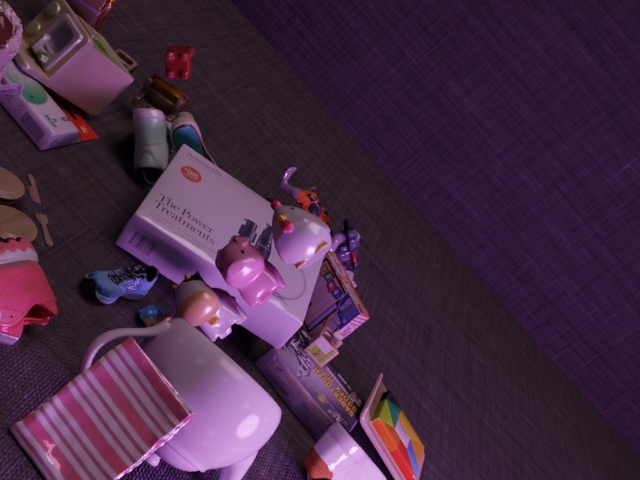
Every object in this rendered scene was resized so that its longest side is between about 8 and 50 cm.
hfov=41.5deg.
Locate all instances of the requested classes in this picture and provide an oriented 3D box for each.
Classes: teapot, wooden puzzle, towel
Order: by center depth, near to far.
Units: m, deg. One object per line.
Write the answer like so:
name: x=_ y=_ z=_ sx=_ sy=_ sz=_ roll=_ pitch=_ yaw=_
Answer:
towel: x=-0.283 y=0.237 z=1.103 sx=0.144 sy=0.197 sz=0.029 roll=49 pitch=-23 yaw=7
teapot: x=-0.198 y=0.248 z=1.248 sx=0.256 sy=0.187 sz=0.252 roll=38 pitch=-15 yaw=22
wooden puzzle: x=0.166 y=0.424 z=1.821 sx=0.239 sy=0.044 sz=0.221 roll=63 pitch=18 yaw=-6

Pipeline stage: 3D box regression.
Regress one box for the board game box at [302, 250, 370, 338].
board game box: x=0.010 y=0.139 z=1.947 sx=0.045 sy=0.147 sz=0.193 roll=23 pitch=32 yaw=-51

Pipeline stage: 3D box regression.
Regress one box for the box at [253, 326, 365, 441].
box: x=-0.016 y=0.296 z=1.729 sx=0.231 sy=0.056 sz=0.183 roll=51 pitch=18 yaw=4

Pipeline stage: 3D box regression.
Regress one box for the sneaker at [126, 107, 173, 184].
sneaker: x=-0.369 y=-0.192 z=1.871 sx=0.256 sy=0.094 sz=0.151 roll=64 pitch=27 yaw=-85

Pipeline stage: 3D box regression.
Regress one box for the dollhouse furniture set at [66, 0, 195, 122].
dollhouse furniture set: x=-0.436 y=-0.464 z=1.942 sx=0.374 sy=0.201 sz=0.152 roll=36 pitch=22 yaw=-10

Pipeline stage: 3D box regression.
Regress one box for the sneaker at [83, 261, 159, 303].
sneaker: x=-0.336 y=0.061 z=1.441 sx=0.063 sy=0.073 sz=0.162 roll=54 pitch=20 yaw=13

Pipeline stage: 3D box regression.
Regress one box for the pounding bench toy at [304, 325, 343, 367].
pounding bench toy: x=0.018 y=0.209 z=1.753 sx=0.052 sy=0.083 sz=0.065 roll=47 pitch=20 yaw=-4

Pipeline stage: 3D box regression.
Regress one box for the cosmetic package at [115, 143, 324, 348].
cosmetic package: x=-0.181 y=0.005 z=1.687 sx=0.377 sy=0.097 sz=0.284 roll=34 pitch=32 yaw=-11

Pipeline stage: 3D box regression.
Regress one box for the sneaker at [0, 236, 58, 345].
sneaker: x=-0.449 y=0.080 z=1.098 sx=0.136 sy=0.116 sz=0.314 roll=53 pitch=19 yaw=6

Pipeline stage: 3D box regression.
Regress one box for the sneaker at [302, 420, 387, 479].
sneaker: x=0.036 y=0.428 z=1.570 sx=0.106 sy=0.123 sz=0.290 roll=44 pitch=-8 yaw=35

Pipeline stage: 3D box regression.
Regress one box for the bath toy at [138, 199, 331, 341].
bath toy: x=-0.143 y=0.059 z=1.458 sx=0.129 sy=0.348 sz=0.151 roll=52 pitch=4 yaw=10

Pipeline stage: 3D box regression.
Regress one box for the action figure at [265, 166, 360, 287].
action figure: x=0.000 y=0.000 z=2.264 sx=0.341 sy=0.178 sz=0.330 roll=80 pitch=-15 yaw=-70

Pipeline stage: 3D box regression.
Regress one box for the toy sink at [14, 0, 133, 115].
toy sink: x=-0.516 y=-0.387 z=1.722 sx=0.153 sy=0.131 sz=0.234 roll=53 pitch=7 yaw=26

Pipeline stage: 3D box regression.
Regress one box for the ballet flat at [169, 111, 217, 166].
ballet flat: x=-0.280 y=-0.179 z=1.885 sx=0.086 sy=0.086 sz=0.248 roll=-107 pitch=-175 yaw=-49

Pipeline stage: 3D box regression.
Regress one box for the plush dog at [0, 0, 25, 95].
plush dog: x=-0.625 y=-0.336 z=1.394 sx=0.210 sy=0.262 sz=0.225 roll=101 pitch=-35 yaw=-72

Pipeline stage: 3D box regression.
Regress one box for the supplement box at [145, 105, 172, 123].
supplement box: x=-0.382 y=-0.278 z=2.036 sx=0.098 sy=0.036 sz=0.062 roll=21 pitch=34 yaw=-54

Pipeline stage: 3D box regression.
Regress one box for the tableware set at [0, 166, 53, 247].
tableware set: x=-0.505 y=-0.050 z=1.337 sx=0.128 sy=0.039 sz=0.194 roll=15 pitch=31 yaw=-40

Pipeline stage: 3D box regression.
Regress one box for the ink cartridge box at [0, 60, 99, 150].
ink cartridge box: x=-0.535 y=-0.272 z=1.667 sx=0.181 sy=0.056 sz=0.224 roll=50 pitch=21 yaw=0
